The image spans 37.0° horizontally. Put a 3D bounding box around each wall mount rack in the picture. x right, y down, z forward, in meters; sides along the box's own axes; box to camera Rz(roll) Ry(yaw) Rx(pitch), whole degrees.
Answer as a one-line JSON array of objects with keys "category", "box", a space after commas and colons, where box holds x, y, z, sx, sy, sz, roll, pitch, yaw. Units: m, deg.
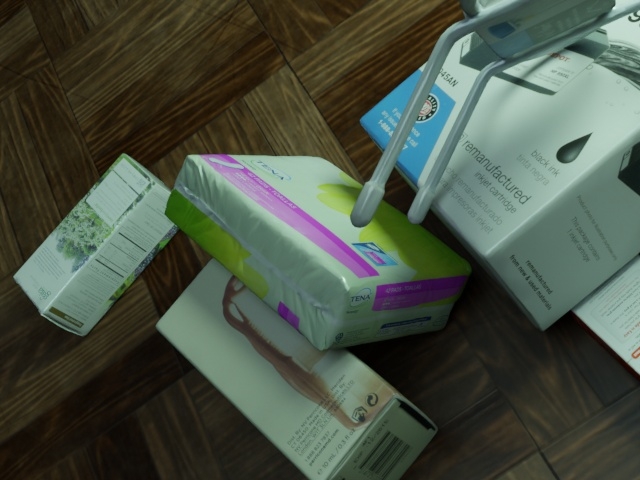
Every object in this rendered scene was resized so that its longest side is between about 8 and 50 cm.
[{"category": "wall mount rack", "box": [0.166, -0.129, 0.813, 0.304, 0.350, 0.130, -25, 83, 17]}]

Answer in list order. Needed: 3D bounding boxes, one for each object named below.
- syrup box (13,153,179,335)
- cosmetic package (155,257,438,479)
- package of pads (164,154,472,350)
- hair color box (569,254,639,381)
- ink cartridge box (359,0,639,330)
[{"category": "syrup box", "box": [-0.301, 0.007, 1.328, 0.237, 0.096, 0.093, -50, 53, -1]}, {"category": "cosmetic package", "box": [-0.029, 0.155, 1.084, 0.296, 0.153, 0.129, 37, 85, 34]}, {"category": "package of pads", "box": [0.000, 0.000, 1.096, 0.296, 0.229, 0.101, 39, 118, 35]}, {"category": "hair color box", "box": [0.344, 0.097, 0.975, 0.093, 0.053, 0.167, -42, 53, 2]}, {"category": "ink cartridge box", "box": [0.284, -0.147, 1.029, 0.395, 0.166, 0.285, -41, 43, 4]}]
